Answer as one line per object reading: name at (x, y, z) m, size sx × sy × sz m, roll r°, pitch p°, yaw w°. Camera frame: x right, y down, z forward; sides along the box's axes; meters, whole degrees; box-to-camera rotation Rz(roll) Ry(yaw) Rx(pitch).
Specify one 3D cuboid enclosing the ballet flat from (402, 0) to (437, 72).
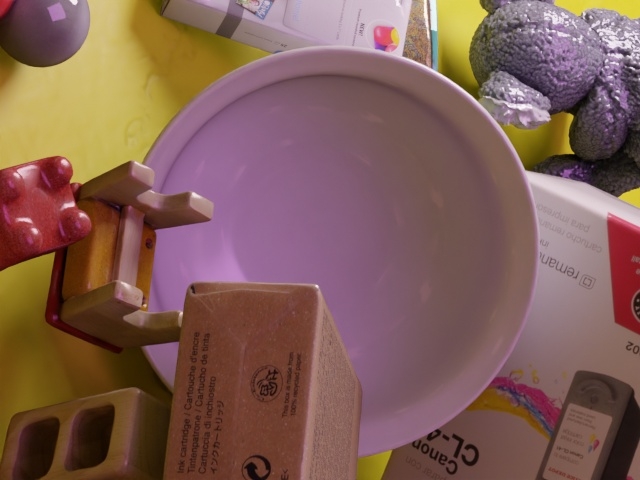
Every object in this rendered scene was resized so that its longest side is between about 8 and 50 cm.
ballet flat at (0.043, -0.089, 1.395) m, size 0.123 × 0.123 × 0.348 m, roll 6°, pitch 76°, yaw -49°

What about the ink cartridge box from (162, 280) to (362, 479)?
ink cartridge box at (-0.035, 0.167, 1.057) m, size 0.193 × 0.088 × 0.234 m, roll 72°, pitch 22°, yaw -64°

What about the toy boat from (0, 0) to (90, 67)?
toy boat at (-0.164, -0.276, 1.126) m, size 0.148 × 0.267 × 0.318 m, roll 23°, pitch 95°, yaw -40°

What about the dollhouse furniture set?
dollhouse furniture set at (-0.203, 0.119, 1.022) m, size 0.201 × 0.152 × 0.374 m, roll 30°, pitch 55°, yaw -42°

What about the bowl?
bowl at (0.000, 0.000, 1.250) m, size 0.298 × 0.134 × 0.298 m, roll -2°, pitch 101°, yaw -9°

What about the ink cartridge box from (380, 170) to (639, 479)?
ink cartridge box at (0.200, 0.125, 1.325) m, size 0.131 × 0.226 × 0.306 m, roll 9°, pitch 105°, yaw -52°

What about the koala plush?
koala plush at (0.227, -0.157, 1.578) m, size 0.221 × 0.203 × 0.196 m, roll 22°, pitch 64°, yaw -32°

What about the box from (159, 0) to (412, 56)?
box at (-0.019, -0.213, 1.330) m, size 0.186 × 0.038 × 0.145 m, roll 16°, pitch 65°, yaw -13°
